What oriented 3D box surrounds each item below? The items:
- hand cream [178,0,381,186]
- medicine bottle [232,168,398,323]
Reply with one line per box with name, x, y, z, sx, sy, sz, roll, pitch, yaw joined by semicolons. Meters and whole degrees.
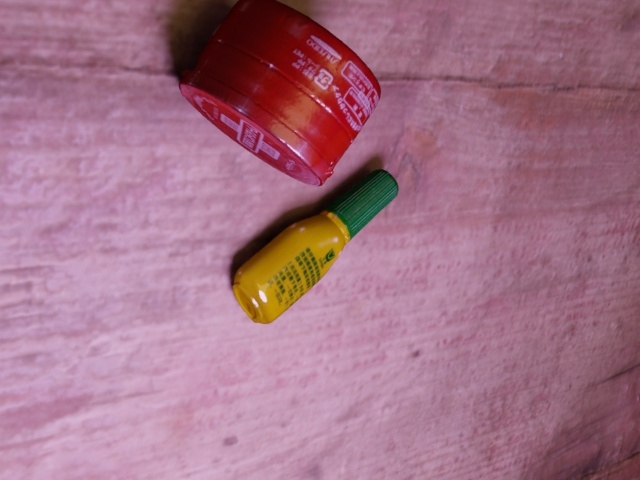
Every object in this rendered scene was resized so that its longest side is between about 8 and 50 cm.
hand cream;-0.042;-0.158;1.054;0.125;0.193;0.193;-55;137;-8
medicine bottle;0.000;0.000;1.261;0.260;0.064;0.095;-40;134;-22
